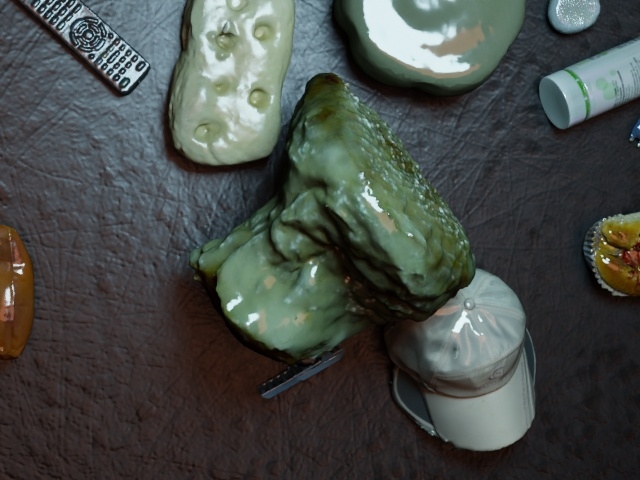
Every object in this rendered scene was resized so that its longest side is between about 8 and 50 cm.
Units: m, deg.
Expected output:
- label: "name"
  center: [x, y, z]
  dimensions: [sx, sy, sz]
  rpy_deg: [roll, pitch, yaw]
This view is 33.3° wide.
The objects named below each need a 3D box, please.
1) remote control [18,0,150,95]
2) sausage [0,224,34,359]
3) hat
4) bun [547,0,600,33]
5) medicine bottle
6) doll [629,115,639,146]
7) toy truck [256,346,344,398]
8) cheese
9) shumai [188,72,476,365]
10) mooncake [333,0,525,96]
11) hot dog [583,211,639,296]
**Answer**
- label: "remote control"
  center: [-0.339, -0.299, 1.459]
  dimensions: [0.245, 0.025, 0.063]
  rpy_deg: [43, 82, -10]
- label: "sausage"
  center: [-0.425, 0.070, 1.427]
  dimensions: [0.089, 0.089, 0.179]
  rpy_deg: [1, 88, -13]
- label: "hat"
  center: [0.216, 0.173, 1.534]
  dimensions: [0.232, 0.161, 0.275]
  rpy_deg: [-21, 99, -7]
- label: "bun"
  center: [0.378, -0.348, 1.606]
  dimensions: [0.083, 0.045, 0.083]
  rpy_deg: [-1, 93, -10]
- label: "medicine bottle"
  center: [0.428, -0.238, 1.600]
  dimensions: [0.183, 0.086, 0.086]
  rpy_deg: [-23, 97, -10]
- label: "doll"
  center: [0.519, -0.201, 1.653]
  dimensions: [0.037, 0.027, 0.125]
  rpy_deg: [35, 87, -11]
- label: "toy truck"
  center: [-0.039, 0.163, 1.526]
  dimensions: [0.136, 0.063, 0.074]
  rpy_deg: [-28, 115, -6]
- label: "cheese"
  center: [-0.123, -0.230, 1.476]
  dimensions: [0.159, 0.093, 0.263]
  rpy_deg: [9, 91, -11]
- label: "shumai"
  center: [0.000, 0.000, 1.402]
  dimensions: [0.323, 0.397, 0.324]
  rpy_deg: [-40, 108, 13]
- label: "mooncake"
  center: [0.152, -0.333, 1.514]
  dimensions: [0.275, 0.135, 0.275]
  rpy_deg: [0, 90, -10]
- label: "hot dog"
  center: [0.531, 0.020, 1.637]
  dimensions: [0.268, 0.075, 0.144]
  rpy_deg: [-4, 90, -15]
